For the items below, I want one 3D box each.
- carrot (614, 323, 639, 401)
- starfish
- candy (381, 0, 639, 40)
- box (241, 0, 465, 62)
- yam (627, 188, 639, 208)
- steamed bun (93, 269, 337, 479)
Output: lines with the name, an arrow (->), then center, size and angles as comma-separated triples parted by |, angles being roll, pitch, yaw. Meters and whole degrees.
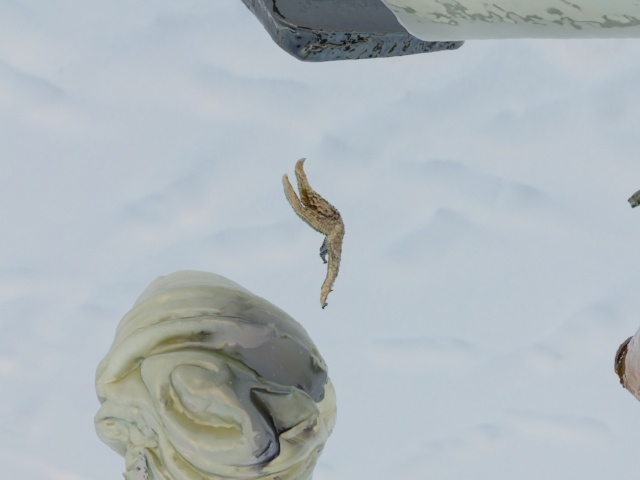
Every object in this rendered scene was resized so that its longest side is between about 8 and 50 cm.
carrot -> 0.492, 0.143, 1.094 | 0.195, 0.196, 0.254 | 11, 149, 6
starfish -> 0.006, -0.001, 0.795 | 0.041, 0.130, 0.133 | -16, 160, 9
candy -> 0.223, -0.315, 0.854 | 0.358, 0.208, 0.145 | 12, 160, 46
box -> 0.023, -0.407, 1.345 | 0.359, 0.350, 0.091 | -11, 143, -31
yam -> 0.535, -0.095, 1.323 | 0.129, 0.033, 0.027 | -35, 155, 22
steamed bun -> -0.105, 0.182, 0.956 | 0.320, 0.275, 0.206 | 48, 138, -3
